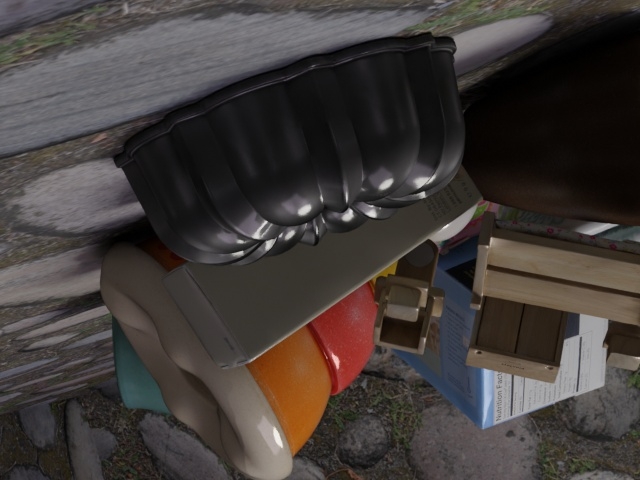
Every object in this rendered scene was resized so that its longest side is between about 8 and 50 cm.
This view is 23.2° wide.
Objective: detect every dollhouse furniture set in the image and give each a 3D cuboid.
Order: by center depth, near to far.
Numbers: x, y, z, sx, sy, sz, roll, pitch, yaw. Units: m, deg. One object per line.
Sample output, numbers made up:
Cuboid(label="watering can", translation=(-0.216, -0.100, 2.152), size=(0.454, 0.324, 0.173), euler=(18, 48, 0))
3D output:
Cuboid(label="dollhouse furniture set", translation=(0.215, -0.011, 1.640), size=(0.303, 0.173, 0.355), euler=(11, 151, 6))

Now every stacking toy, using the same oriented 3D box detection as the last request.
Cuboid(label="stacking toy", translation=(0.000, 0.036, 1.945), size=(0.480, 0.350, 0.350), euler=(-37, 180, -17))

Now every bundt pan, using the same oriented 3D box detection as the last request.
Cuboid(label="bundt pan", translation=(-0.011, -0.067, 1.419), size=(0.331, 0.124, 0.331), euler=(-20, 173, -2))

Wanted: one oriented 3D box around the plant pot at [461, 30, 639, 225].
Cuboid(label="plant pot", translation=(0.276, -0.108, 1.691), size=(0.230, 0.215, 0.215), euler=(-7, -179, 30))

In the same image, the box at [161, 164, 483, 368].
Cuboid(label="box", translation=(0.000, 0.000, 1.646), size=(0.311, 0.121, 0.148), euler=(-34, -177, -18))

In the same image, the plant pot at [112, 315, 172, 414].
Cuboid(label="plant pot", translation=(-0.174, 0.154, 2.341), size=(0.255, 0.271, 0.271), euler=(-6, 174, 1))

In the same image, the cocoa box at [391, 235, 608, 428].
Cuboid(label="cocoa box", translation=(0.244, 0.084, 2.368), size=(0.228, 0.231, 0.347), euler=(-17, -149, -23))

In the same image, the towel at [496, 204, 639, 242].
Cuboid(label="towel", translation=(0.392, -0.093, 1.936), size=(0.374, 0.090, 0.320), euler=(-22, -155, 27))

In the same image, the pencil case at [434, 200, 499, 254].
Cuboid(label="pencil case", translation=(0.245, -0.063, 2.278), size=(0.284, 0.124, 0.124), euler=(-18, 174, -19))
